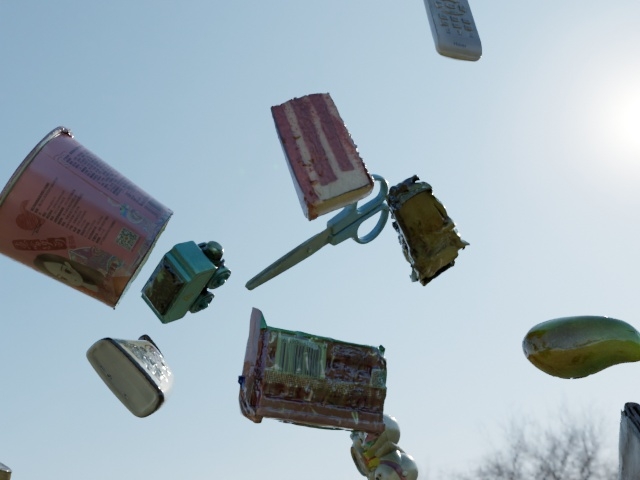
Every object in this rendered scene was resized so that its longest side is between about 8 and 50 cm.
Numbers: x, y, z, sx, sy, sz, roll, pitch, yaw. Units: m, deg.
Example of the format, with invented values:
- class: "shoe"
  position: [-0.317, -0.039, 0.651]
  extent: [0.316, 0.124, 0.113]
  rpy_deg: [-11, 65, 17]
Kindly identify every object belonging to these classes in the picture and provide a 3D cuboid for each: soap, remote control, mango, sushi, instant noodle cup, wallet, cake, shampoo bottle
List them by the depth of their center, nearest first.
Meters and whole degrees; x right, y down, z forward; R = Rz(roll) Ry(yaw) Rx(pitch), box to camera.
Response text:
- class: "wallet"
  position: [0.478, 0.364, 1.169]
  extent: [0.042, 0.124, 0.230]
  rpy_deg: [-8, -63, -2]
- class: "instant noodle cup"
  position: [-0.386, -0.028, 1.297]
  extent: [0.231, 0.243, 0.243]
  rpy_deg: [32, -38, -9]
- class: "shampoo bottle"
  position: [-0.321, 0.225, 1.410]
  extent: [0.071, 0.153, 0.284]
  rpy_deg: [-42, 1, -4]
- class: "soap"
  position: [-0.008, 0.249, 1.429]
  extent: [0.273, 0.218, 0.098]
  rpy_deg: [14, -14, -25]
- class: "mango"
  position: [0.493, 0.202, 1.490]
  extent: [0.232, 0.125, 0.111]
  rpy_deg: [-1, -28, 34]
- class: "cake"
  position: [0.003, -0.173, 1.716]
  extent: [0.158, 0.262, 0.160]
  rpy_deg: [-18, -23, -7]
- class: "sushi"
  position: [0.229, -0.022, 1.717]
  extent: [0.139, 0.131, 0.291]
  rpy_deg: [-31, -51, -8]
- class: "remote control"
  position: [0.273, -0.510, 1.746]
  extent: [0.109, 0.313, 0.055]
  rpy_deg: [6, -36, -18]

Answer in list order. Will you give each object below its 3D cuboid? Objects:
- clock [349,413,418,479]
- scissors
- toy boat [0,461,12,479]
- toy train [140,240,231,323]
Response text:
- class: "clock"
  position: [0.134, 0.453, 1.675]
  extent: [0.103, 0.231, 0.144]
  rpy_deg: [-23, -14, -20]
- class: "scissors"
  position: [0.000, 0.000, 1.844]
  extent: [0.447, 0.029, 0.193]
  rpy_deg: [-32, -42, -30]
- class: "toy boat"
  position: [-0.554, 0.344, 1.197]
  extent: [0.188, 0.061, 0.116]
  rpy_deg: [30, -17, -15]
- class: "toy train"
  position: [-0.283, 0.086, 1.656]
  extent: [0.154, 0.107, 0.198]
  rpy_deg: [-13, -33, -56]
